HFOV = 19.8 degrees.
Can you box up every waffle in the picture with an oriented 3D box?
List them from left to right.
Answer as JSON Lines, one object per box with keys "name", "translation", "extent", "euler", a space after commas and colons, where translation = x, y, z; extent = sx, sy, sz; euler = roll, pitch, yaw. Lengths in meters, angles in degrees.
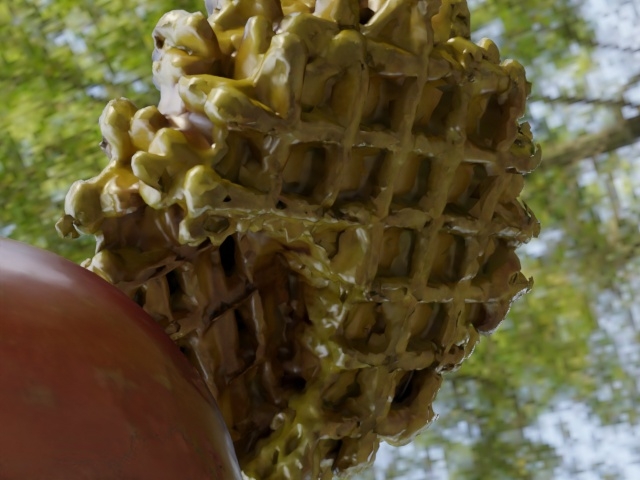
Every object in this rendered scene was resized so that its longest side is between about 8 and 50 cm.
{"name": "waffle", "translation": [0.000, 0.000, 0.641], "extent": [0.197, 0.070, 0.193], "euler": [-58, -43, -10]}

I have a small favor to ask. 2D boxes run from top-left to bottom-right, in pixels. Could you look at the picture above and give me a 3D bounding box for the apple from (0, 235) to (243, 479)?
{"name": "apple", "translation": [-0.102, 0.080, 0.364], "extent": [0.168, 0.181, 0.181], "euler": [9, -111, -15]}
